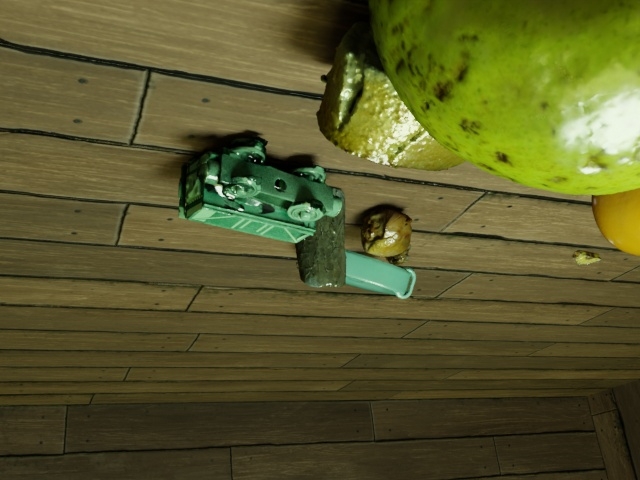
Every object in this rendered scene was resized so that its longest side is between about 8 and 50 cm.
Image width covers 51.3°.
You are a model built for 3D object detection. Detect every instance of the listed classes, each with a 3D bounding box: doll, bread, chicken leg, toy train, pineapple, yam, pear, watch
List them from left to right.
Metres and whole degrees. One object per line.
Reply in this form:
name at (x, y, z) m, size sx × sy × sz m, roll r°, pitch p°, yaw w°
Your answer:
toy train at (-0.095, -0.083, 1.105) m, size 0.270 × 0.115 × 0.154 m, roll 13°, pitch 158°, yaw -35°
yam at (0.000, 0.000, 1.248) m, size 0.107 × 0.183 × 0.107 m, roll -3°, pitch 171°, yaw 0°
watch at (0.082, 0.061, 1.412) m, size 0.237 × 0.068 × 0.195 m, roll 18°, pitch 173°, yaw 6°
chicken leg at (0.147, 0.005, 1.385) m, size 0.108 × 0.087 × 0.251 m, roll -1°, pitch 164°, yaw 16°
bread at (0.119, -0.185, 0.847) m, size 0.257 × 0.185 × 0.124 m, roll 3°, pitch 138°, yaw -29°
pineapple at (0.656, 0.043, 1.658) m, size 0.083 × 0.019 × 0.045 m, roll 8°, pitch 146°, yaw -27°
pear at (0.240, -0.216, 0.602) m, size 0.392 × 0.390 × 0.391 m, roll -5°, pitch 156°, yaw -2°
doll at (0.586, -0.061, 1.213) m, size 0.214 × 0.213 × 0.236 m, roll -1°, pitch 169°, yaw -11°
